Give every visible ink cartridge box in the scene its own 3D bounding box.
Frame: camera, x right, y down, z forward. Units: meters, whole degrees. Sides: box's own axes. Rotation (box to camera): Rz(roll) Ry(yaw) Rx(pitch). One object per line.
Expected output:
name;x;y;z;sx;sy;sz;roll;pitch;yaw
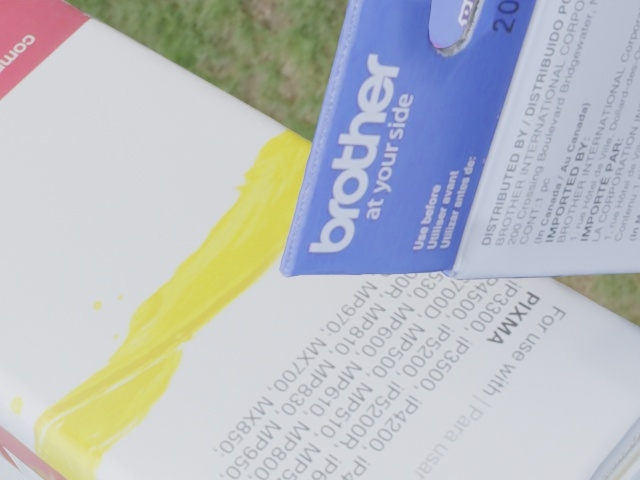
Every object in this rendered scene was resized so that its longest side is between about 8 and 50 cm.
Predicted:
ink cartridge box;-0.041;0.080;0.632;0.385;0.160;0.279;31;156;29
ink cartridge box;0.125;-0.083;0.397;0.065;0.311;0.185;38;121;45
